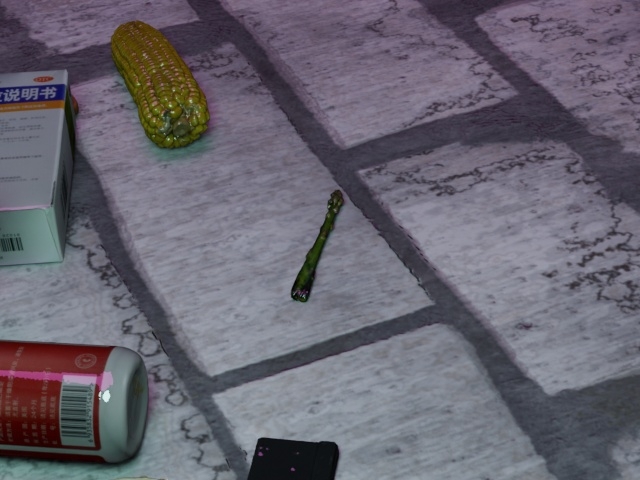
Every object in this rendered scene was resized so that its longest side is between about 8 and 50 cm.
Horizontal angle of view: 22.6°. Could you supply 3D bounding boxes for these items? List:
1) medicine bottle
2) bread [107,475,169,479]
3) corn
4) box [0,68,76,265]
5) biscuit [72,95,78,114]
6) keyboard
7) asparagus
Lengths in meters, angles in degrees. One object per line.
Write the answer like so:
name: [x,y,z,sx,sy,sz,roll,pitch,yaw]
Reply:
medicine bottle: [-0.325,0.177,1.788,0.250,0.131,0.131,3,39,8]
bread: [-0.166,0.370,1.490,0.306,0.158,0.305,2,50,-2]
corn: [-0.238,-0.238,2.339,0.102,0.102,0.313,-13,39,-12]
box: [-0.441,-0.098,2.155,0.200,0.106,0.299,-4,42,-1]
biscuit: [-0.414,-0.174,2.330,0.140,0.023,0.118,-26,47,-26]
keyboard: [-0.046,0.321,1.675,0.101,0.018,0.309,2,38,10]
asparagus: [0.000,0.000,2.080,0.022,0.023,0.233,41,38,-16]
